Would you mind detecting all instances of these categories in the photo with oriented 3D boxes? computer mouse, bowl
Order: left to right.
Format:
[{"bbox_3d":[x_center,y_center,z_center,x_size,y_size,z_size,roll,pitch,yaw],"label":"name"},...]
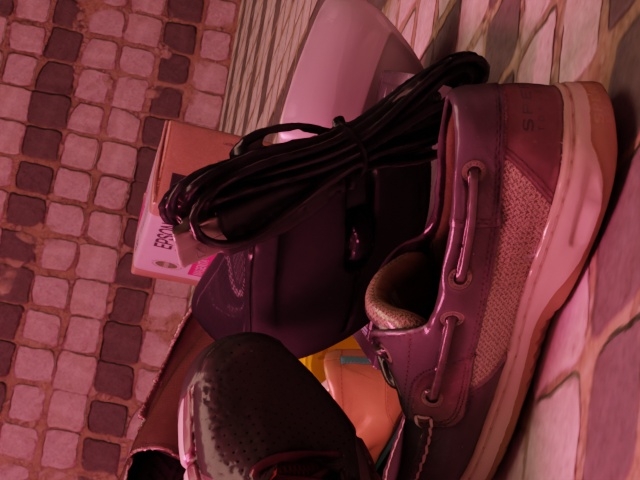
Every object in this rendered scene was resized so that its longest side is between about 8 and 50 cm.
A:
[{"bbox_3d":[-0.003,0.010,0.906,0.072,0.188,0.272,59,161,14],"label":"computer mouse"},{"bbox_3d":[0.034,-0.102,1.241,0.142,0.053,0.142,45,-121,-53],"label":"bowl"}]

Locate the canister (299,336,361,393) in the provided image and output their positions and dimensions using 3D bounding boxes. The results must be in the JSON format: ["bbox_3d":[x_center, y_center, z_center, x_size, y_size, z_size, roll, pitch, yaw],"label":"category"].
[{"bbox_3d":[0.000,0.128,1.281,0.170,0.073,0.126,112,167,-46],"label":"canister"}]

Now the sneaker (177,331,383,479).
[{"bbox_3d":[0.028,0.154,0.801,0.162,0.106,0.281,-45,63,56],"label":"sneaker"}]

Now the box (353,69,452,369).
[{"bbox_3d":[0.064,-0.018,1.090,0.231,0.056,0.183,-136,59,-81],"label":"box"}]

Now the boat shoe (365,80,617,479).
[{"bbox_3d":[0.068,0.036,0.852,0.103,0.092,0.285,-89,13,-51],"label":"boat shoe"}]

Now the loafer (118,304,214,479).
[{"bbox_3d":[-0.127,0.210,1.698,0.130,0.134,0.365,73,-145,-85],"label":"loafer"}]

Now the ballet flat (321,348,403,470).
[{"bbox_3d":[0.007,0.160,1.175,0.080,0.073,0.232,-88,12,-52],"label":"ballet flat"}]

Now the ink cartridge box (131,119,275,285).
[{"bbox_3d":[-0.070,-0.017,1.540,0.234,0.193,0.088,123,157,-71],"label":"ink cartridge box"}]
